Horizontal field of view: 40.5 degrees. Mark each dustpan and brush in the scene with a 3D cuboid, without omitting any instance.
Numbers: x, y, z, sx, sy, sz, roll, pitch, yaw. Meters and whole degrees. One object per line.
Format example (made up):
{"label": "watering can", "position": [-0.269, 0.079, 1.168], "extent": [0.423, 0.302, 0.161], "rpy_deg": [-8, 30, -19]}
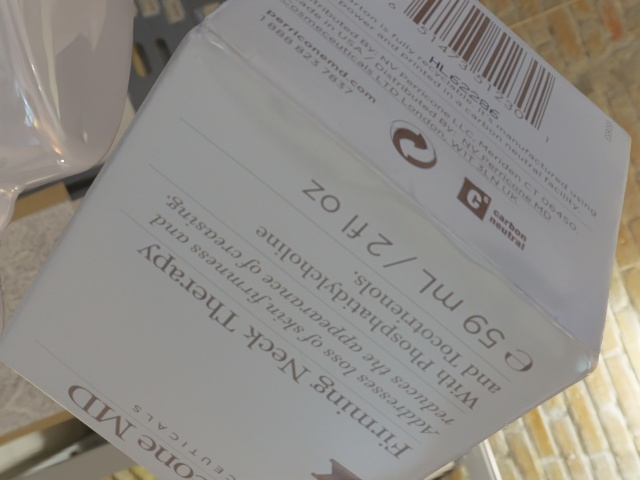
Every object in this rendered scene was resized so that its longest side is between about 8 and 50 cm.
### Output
{"label": "dustpan and brush", "position": [-0.123, -0.045, 0.346], "extent": [0.147, 0.060, 0.211], "rpy_deg": [21, 65, -81]}

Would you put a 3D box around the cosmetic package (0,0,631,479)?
{"label": "cosmetic package", "position": [0.000, 0.000, 0.749], "extent": [0.329, 0.394, 0.327], "rpy_deg": [39, 39, -6]}
